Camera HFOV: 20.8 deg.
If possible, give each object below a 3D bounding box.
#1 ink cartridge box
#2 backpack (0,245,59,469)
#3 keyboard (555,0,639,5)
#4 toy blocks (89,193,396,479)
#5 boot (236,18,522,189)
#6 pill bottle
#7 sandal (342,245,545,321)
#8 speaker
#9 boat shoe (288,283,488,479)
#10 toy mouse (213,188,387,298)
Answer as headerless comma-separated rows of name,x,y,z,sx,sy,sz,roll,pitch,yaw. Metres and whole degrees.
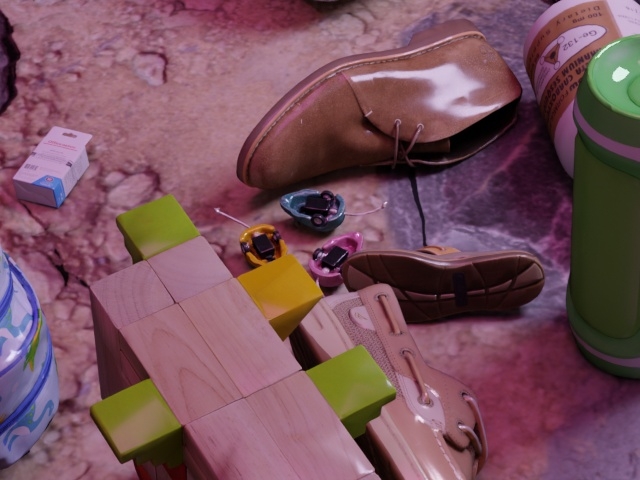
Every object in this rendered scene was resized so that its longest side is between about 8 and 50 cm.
ink cartridge box,-0.263,-0.073,1.725,0.048,0.028,0.083,14,49,19
backpack,-0.381,0.068,1.469,0.290,0.273,0.355,-28,61,-30
keyboard,0.344,-0.248,1.839,0.201,0.033,0.317,-13,44,-7
toy blocks,-0.056,0.191,1.297,0.190,0.261,0.381,-24,55,-21
boot,0.063,-0.114,1.687,0.305,0.112,0.115,-27,59,-22
pill bottle,0.279,-0.120,1.645,0.131,0.131,0.229,-9,45,-3
sandal,0.109,0.030,1.561,0.180,0.072,0.049,-3,29,1
speaker,0.267,-0.022,1.430,0.131,0.296,0.131,-3,45,3
boat shoe,0.080,0.150,1.403,0.110,0.122,0.341,-20,45,-13
toy mouse,0.000,0.000,1.623,0.143,0.031,0.161,-24,48,-17
